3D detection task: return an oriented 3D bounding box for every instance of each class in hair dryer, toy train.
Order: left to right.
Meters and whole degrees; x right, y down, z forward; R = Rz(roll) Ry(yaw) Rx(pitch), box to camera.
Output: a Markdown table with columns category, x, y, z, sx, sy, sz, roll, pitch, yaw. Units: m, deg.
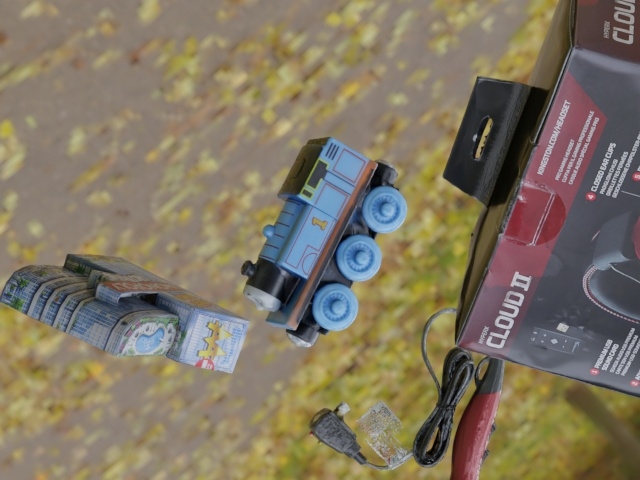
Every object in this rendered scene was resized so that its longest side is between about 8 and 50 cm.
| category | x | y | z | sx | sy | sz | roll | pitch | yaw |
| --- | --- | --- | --- | --- | --- | --- | --- | --- | --- |
| toy train | 0.000 | 0.000 | 1.579 | 0.184 | 0.105 | 0.080 | -63 | -165 | -7 |
| hair dryer | 0.145 | 0.239 | 1.827 | 0.223 | 0.293 | 0.080 | -37 | -178 | 13 |

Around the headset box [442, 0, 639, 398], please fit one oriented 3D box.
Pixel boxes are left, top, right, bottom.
| category | x | y | z | sx | sy | sz | roll | pitch | yaw |
| --- | --- | --- | --- | --- | --- | --- | --- | --- | --- |
| headset box | 0.216 | -0.018 | 0.979 | 0.110 | 0.293 | 0.218 | -76 | -178 | -50 |

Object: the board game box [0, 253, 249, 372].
| category | x | y | z | sx | sy | sz | roll | pitch | yaw |
| --- | --- | --- | --- | --- | --- | --- | --- | --- | --- |
| board game box | -0.180 | 0.071 | 1.757 | 0.194 | 0.194 | 0.060 | 6 | 104 | -65 |
